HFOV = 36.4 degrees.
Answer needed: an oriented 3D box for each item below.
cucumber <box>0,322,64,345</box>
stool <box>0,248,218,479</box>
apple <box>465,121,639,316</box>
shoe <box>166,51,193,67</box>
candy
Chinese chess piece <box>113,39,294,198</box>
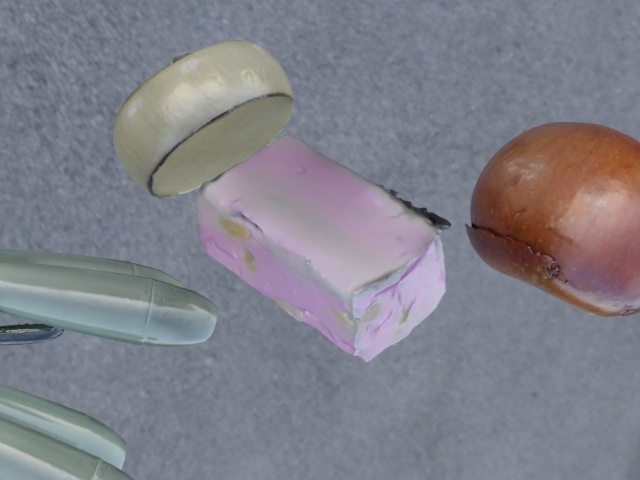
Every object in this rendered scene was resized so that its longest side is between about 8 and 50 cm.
[{"bbox_3d":[-0.471,0.142,1.438,0.184,0.033,0.036,-7,119,-17],"label":"cucumber"},{"bbox_3d":[-0.206,0.088,0.720,0.199,0.195,0.195,19,88,-20],"label":"stool"},{"bbox_3d":[0.314,-0.028,1.170,0.252,0.272,0.206,26,94,-8],"label":"apple"},{"bbox_3d":[-0.161,-0.233,1.542,0.180,0.092,0.089,14,103,-46],"label":"shoe"},{"bbox_3d":[0.000,0.000,1.077,0.155,0.265,0.115,-37,143,-29],"label":"candy"},{"bbox_3d":[-0.153,-0.159,1.304,0.250,0.103,0.250,-31,168,-7],"label":"Chinese chess piece"}]
